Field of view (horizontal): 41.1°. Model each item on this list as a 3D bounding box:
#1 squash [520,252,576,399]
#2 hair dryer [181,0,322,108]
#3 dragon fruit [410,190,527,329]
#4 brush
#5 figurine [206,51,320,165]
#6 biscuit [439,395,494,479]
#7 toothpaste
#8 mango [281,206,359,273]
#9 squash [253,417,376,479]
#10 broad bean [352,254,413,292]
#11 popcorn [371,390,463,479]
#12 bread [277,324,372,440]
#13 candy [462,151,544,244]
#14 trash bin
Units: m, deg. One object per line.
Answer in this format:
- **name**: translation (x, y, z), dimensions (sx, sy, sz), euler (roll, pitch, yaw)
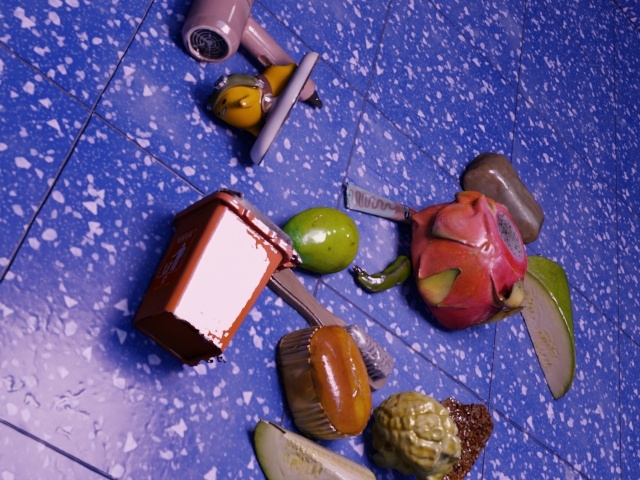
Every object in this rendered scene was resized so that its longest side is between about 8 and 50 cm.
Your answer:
- **squash**: translation (0.519, 0.188, 1.955), dimensions (0.203, 0.111, 0.288), euler (31, 52, -30)
- **hair dryer**: translation (-0.104, -0.351, 1.613), dimensions (0.344, 0.107, 0.189), euler (39, 46, -33)
- **dragon fruit**: translation (0.320, 0.030, 1.740), dimensions (0.290, 0.189, 0.290), euler (36, 45, -47)
- **brush**: translation (0.020, 0.141, 1.498), dimensions (0.327, 0.065, 0.070), euler (46, 44, -16)
- **figurine**: translation (-0.112, -0.269, 1.534), dimensions (0.141, 0.166, 0.250), euler (29, 54, -6)
- **biscuit**: translation (0.265, 0.375, 1.652), dimensions (0.131, 0.026, 0.237), euler (58, 42, -8)
- **toothpaste**: translation (0.130, -0.068, 1.744), dimensions (0.205, 0.036, 0.056), euler (16, 63, -36)
- **mango**: translation (0.001, -0.001, 1.521), dimensions (0.178, 0.100, 0.119), euler (-3, 72, -46)
- **squash**: translation (0.002, 0.387, 1.310), dimensions (0.252, 0.093, 0.169), euler (33, 4, -31)
- **broad bean**: translation (0.137, 0.065, 1.671), dimensions (0.195, 0.046, 0.061), euler (-8, 78, -46)
- **popcorn**: translation (0.172, 0.343, 1.477), dimensions (0.142, 0.173, 0.173), euler (-34, 95, -42)
- **bread**: translation (0.014, 0.233, 1.409), dimensions (0.132, 0.114, 0.190), euler (-4, 78, -49)
- **candy**: translation (0.436, -0.096, 2.023), dimensions (0.234, 0.102, 0.104), euler (53, 41, -15)
- **trash bin**: translation (-0.157, 0.065, 1.293), dimensions (0.184, 0.161, 0.238), euler (40, 53, -24)
